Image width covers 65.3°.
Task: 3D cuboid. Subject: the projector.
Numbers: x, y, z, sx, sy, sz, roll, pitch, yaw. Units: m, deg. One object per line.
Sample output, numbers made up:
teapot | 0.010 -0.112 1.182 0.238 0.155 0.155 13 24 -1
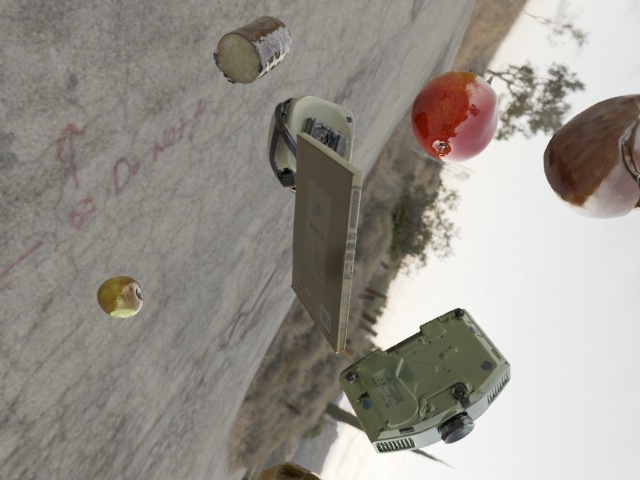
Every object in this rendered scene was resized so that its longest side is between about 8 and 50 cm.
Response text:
projector | 0.185 0.248 0.864 0.269 0.193 0.088 -28 139 -5

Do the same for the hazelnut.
hazelnut | 0.345 -0.104 0.594 0.154 0.143 0.143 -46 171 -16

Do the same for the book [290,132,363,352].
book | 0.000 0.000 0.834 0.217 0.021 0.310 -132 -140 -54

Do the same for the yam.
yam | -0.098 -0.296 0.767 0.127 0.084 0.084 -60 174 -45

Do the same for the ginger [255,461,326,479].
ginger | -0.018 0.395 0.744 0.095 0.190 0.069 -53 151 -32

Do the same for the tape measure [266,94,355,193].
tape measure | -0.028 -0.221 1.259 0.133 0.231 0.271 6 -92 52

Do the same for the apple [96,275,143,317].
apple | -0.512 0.144 1.280 0.114 0.102 0.099 84 -7 -67

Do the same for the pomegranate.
pomegranate | 0.342 -0.319 1.249 0.257 0.221 0.221 -48 170 -23
